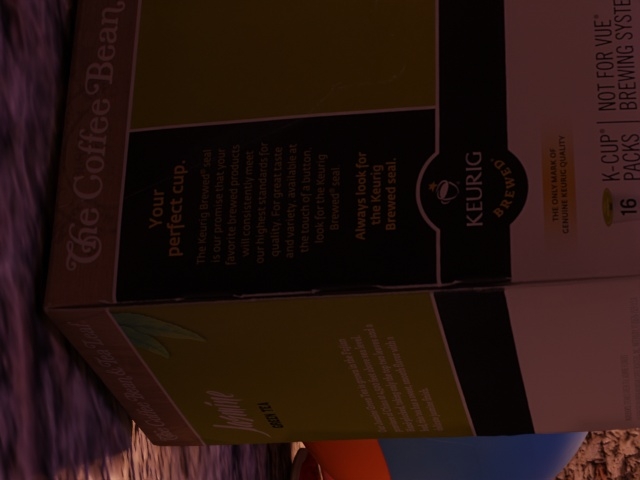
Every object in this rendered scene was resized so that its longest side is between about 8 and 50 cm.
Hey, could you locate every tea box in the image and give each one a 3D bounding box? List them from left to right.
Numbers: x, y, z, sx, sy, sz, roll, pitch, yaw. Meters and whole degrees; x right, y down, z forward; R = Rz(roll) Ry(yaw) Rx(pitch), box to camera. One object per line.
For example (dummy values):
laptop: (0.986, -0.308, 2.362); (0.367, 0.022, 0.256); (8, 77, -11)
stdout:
tea box: (0.035, -0.072, 0.985); (0.220, 0.323, 0.329); (68, 22, -62)

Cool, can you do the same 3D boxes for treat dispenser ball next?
treat dispenser ball: (0.107, 0.104, 1.496); (0.288, 0.288, 0.288); (-3, 90, -81)

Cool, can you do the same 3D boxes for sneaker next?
sneaker: (0.005, 0.239, 1.512); (0.042, 0.067, 0.118); (76, 14, -51)

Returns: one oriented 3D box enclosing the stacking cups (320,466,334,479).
stacking cups: (0.053, 0.338, 1.743); (0.096, 0.096, 0.316); (-75, 157, -62)
